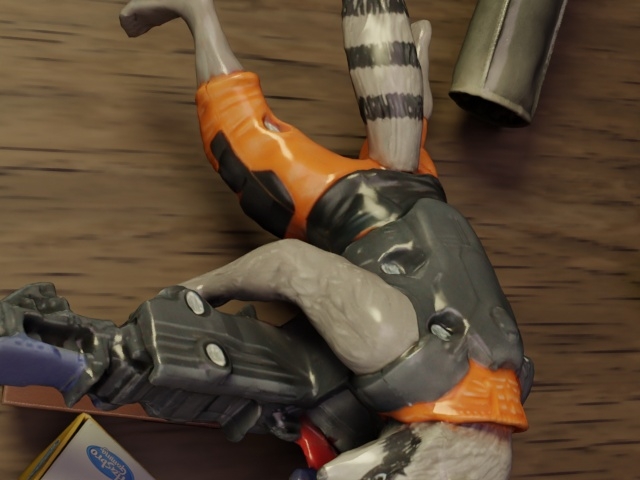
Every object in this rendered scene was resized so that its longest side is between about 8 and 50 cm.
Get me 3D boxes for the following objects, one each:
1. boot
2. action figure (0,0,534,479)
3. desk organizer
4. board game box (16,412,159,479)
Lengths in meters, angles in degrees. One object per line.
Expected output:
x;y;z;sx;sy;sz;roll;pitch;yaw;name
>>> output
0.153;-0.178;0.734;0.189;0.076;0.208;5;94;-63;boot
0.000;0.000;0.553;0.341;0.178;0.330;8;55;-49;action figure
-0.112;0.074;0.606;0.130;0.047;0.050;10;78;-19;desk organizer
-0.100;0.254;0.462;0.242;0.064;0.316;45;28;-6;board game box
